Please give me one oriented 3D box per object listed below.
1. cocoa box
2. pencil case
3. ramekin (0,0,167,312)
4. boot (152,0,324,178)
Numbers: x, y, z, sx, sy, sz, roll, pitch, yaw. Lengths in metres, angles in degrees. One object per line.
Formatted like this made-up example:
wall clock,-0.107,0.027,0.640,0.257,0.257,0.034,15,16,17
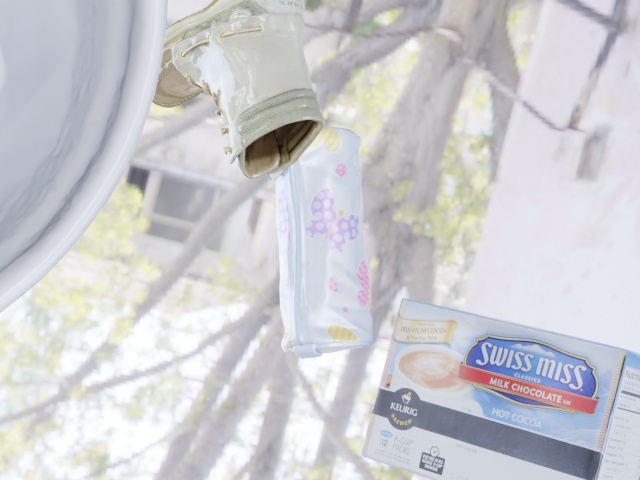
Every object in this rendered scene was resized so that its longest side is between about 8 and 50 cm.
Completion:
cocoa box,0.274,0.231,1.616,0.347,0.228,0.231,12,175,39
pencil case,0.000,0.000,1.431,0.113,0.273,0.124,-6,177,17
ramekin,-0.154,-0.066,0.329,0.207,0.207,0.109,14,175,-22
boot,-0.085,-0.130,1.115,0.077,0.165,0.213,9,152,-44
